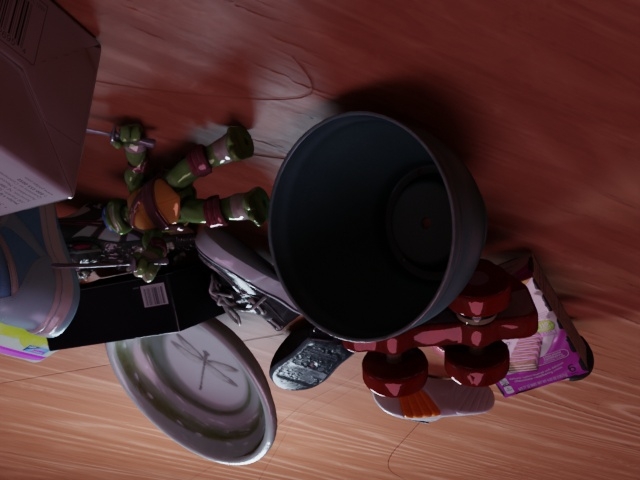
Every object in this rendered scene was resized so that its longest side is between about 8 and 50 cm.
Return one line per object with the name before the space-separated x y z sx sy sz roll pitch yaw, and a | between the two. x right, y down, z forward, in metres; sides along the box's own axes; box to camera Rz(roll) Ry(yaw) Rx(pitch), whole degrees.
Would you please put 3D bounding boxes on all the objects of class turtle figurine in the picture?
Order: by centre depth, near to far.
turtle figurine | -0.224 -0.056 1.359 0.266 0.197 0.275 -15 150 22

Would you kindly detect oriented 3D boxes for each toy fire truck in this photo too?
toy fire truck | 0.167 0.090 1.534 0.302 0.254 0.169 -7 122 0

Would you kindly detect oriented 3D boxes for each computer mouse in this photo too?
computer mouse | 0.004 0.205 1.953 0.188 0.072 0.272 25 133 -30

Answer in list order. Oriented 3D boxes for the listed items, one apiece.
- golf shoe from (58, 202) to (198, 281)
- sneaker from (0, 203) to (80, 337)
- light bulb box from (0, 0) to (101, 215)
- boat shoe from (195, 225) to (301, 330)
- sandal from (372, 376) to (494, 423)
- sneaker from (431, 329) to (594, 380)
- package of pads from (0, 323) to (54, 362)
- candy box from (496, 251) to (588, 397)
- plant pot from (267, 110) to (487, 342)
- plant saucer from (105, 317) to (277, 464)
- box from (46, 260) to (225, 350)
golf shoe | -0.319 -0.010 1.563 0.273 0.120 0.105 -6 153 -32
sneaker | -0.466 -0.011 1.360 0.208 0.319 0.127 18 115 -45
light bulb box | -0.510 -0.183 1.124 0.361 0.225 0.358 -11 149 27
boat shoe | -0.126 0.074 1.642 0.105 0.113 0.306 -46 150 4
sandal | 0.239 0.349 2.146 0.265 0.102 0.076 5 149 -7
sneaker | 0.350 0.195 1.869 0.314 0.116 0.136 12 161 -1
package of pads | -0.590 0.121 1.825 0.296 0.101 0.229 23 147 -32
candy box | 0.333 0.147 1.686 0.159 0.071 0.233 -23 120 24
plant pot | 0.103 -0.020 1.337 0.293 0.293 0.196 -21 169 37
plant saucer | -0.231 0.250 1.916 0.400 0.100 0.400 21 132 25
box | -0.309 0.106 1.682 0.261 0.103 0.184 -10 -174 24
